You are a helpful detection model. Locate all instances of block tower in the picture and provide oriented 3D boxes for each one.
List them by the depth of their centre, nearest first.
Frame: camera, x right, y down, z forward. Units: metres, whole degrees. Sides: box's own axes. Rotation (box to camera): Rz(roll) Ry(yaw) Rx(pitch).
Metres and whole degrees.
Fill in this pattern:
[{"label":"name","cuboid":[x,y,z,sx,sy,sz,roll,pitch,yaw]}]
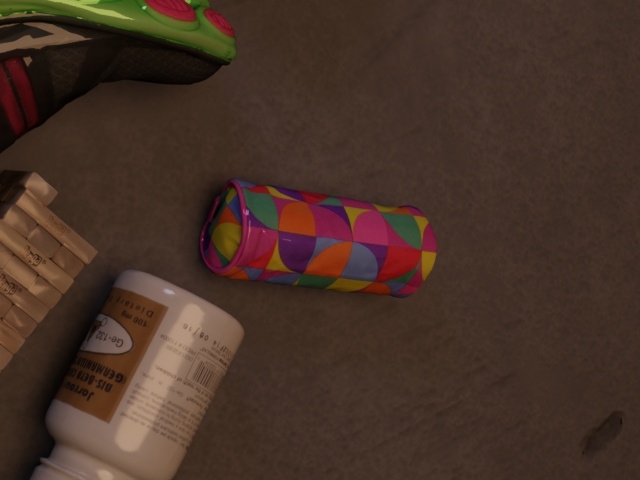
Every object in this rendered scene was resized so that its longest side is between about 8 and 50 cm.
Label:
[{"label":"block tower","cuboid":[-0.331,0.095,1.292,0.097,0.091,0.335,43,72,-26]}]

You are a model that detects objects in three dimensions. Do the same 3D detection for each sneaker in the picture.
[{"label":"sneaker","cuboid":[-0.294,-0.157,1.269,0.483,0.185,0.202,-9,137,-35]}]

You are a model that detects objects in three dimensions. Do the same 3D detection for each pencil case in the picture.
[{"label":"pencil case","cuboid":[0.000,0.000,1.481,0.236,0.104,0.104,8,89,-33]}]

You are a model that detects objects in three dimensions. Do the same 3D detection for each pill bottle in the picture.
[{"label":"pill bottle","cuboid":[-0.174,0.153,1.364,0.131,0.131,0.229,32,77,-28]}]
